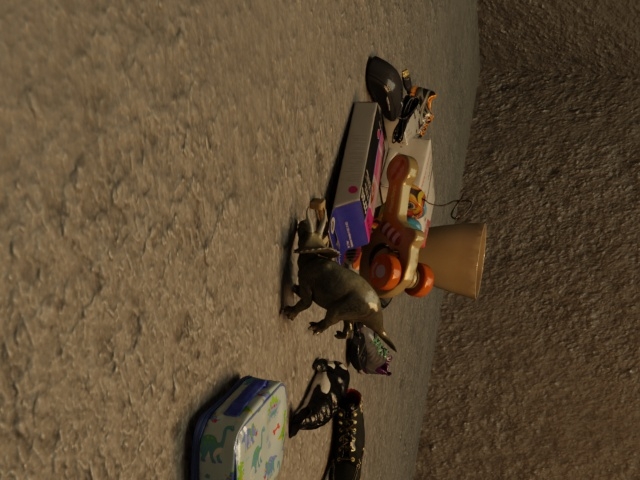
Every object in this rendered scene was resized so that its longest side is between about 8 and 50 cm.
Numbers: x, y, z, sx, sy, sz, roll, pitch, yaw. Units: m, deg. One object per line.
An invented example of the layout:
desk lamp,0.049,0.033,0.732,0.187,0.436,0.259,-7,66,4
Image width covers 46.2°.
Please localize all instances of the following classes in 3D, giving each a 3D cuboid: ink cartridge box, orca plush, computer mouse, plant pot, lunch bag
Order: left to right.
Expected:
lunch bag,-0.123,0.317,1.170,0.219,0.090,0.176,-39,135,-67
orca plush,0.026,0.347,1.666,0.287,0.102,0.151,-4,101,-73
computer mouse,0.084,0.238,1.955,0.071,0.041,0.242,-55,141,-56
ink cartridge box,0.087,-0.124,1.722,0.175,0.069,0.370,73,27,-55
computer mouse,0.203,-0.393,1.937,0.262,0.060,0.184,59,45,-45
ink cartridge box,0.266,-0.143,2.256,0.283,0.117,0.207,75,27,-52
plant pot,0.402,0.052,2.520,0.256,0.274,0.256,7,90,-74

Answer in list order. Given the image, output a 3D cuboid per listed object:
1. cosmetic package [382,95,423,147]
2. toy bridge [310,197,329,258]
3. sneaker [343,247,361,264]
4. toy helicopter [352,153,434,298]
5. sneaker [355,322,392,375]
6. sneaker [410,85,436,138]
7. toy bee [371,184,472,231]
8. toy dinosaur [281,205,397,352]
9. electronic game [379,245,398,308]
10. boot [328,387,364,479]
cosmetic package,0.240,-0.345,2.159,0.239,0.061,0.098,-50,128,-62
toy bridge,0.000,0.000,1.573,0.063,0.026,0.188,-52,144,-63
sneaker,0.078,-0.002,1.819,0.057,0.047,0.119,-59,154,-79
toy helicopter,0.167,-0.035,1.836,0.140,0.235,0.354,14,84,-36
sneaker,0.153,0.289,2.079,0.083,0.098,0.223,-67,157,-44
sneaker,0.320,-0.387,2.406,0.084,0.083,0.214,-21,118,-73
toy bee,0.218,-0.096,1.959,0.162,0.298,0.195,43,24,-25
toy dinosaur,0.032,0.104,1.410,0.160,0.313,0.121,-49,173,35
electronic game,0.187,0.104,2.211,0.229,0.048,0.229,13,90,-68
boot,0.065,0.508,1.901,0.236,0.085,0.178,-66,155,-61
